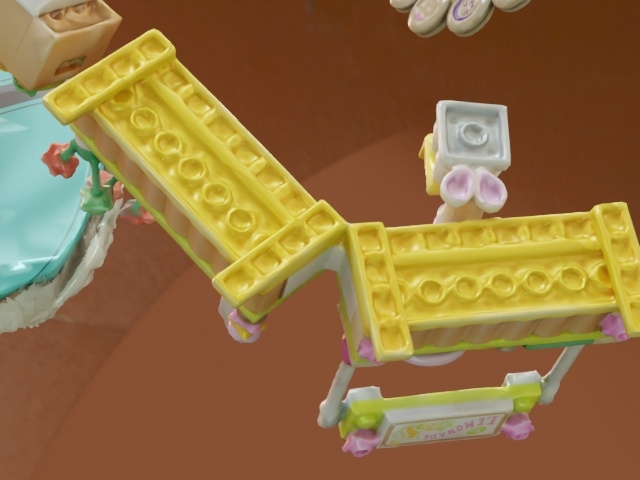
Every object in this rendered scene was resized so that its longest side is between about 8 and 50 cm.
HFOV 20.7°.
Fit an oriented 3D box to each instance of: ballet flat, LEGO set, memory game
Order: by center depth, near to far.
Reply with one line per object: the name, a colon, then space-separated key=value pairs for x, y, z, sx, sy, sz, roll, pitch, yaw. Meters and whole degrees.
LEGO set: x=0.000 y=0.000 z=0.595 sx=0.287 sy=0.107 sz=0.132 roll=15 pitch=59 yaw=-2
memory game: x=0.116 y=-0.216 z=1.186 sx=0.186 sy=0.012 sz=0.186 roll=-29 pitch=44 yaw=32
ballet flat: x=-0.205 y=-0.073 z=1.277 sx=0.147 sy=0.147 sz=0.408 roll=-16 pitch=48 yaw=6
